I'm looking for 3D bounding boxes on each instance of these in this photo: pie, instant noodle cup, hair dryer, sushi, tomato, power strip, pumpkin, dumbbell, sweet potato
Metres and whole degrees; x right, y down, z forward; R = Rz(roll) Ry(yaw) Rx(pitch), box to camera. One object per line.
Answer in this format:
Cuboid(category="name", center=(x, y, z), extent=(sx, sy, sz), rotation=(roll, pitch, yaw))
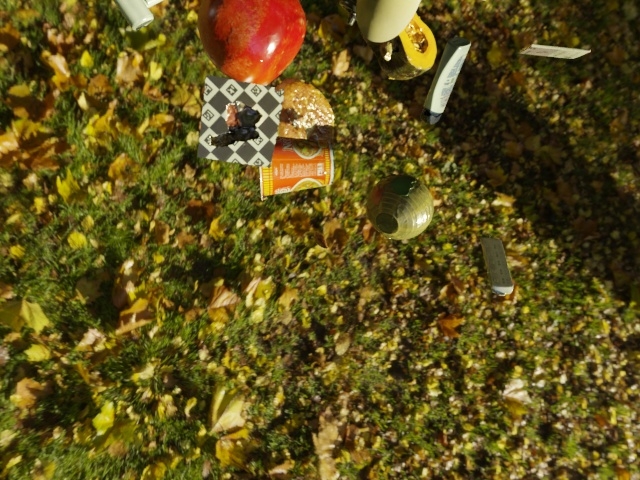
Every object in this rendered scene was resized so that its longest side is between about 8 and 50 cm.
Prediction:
Cuboid(category="pie", center=(-0.071, -0.406, 1.576), extent=(0.316, 0.092, 0.314), rotation=(-11, 109, -36))
Cuboid(category="instant noodle cup", center=(-0.073, -0.215, 1.285), extent=(0.213, 0.193, 0.192), rotation=(-4, 75, -9))
Cuboid(category="hair dryer", center=(-0.247, -0.373, 0.670), extent=(0.124, 0.038, 0.063), rotation=(-41, 114, -21))
Cuboid(category="sushi", center=(-0.126, -0.185, 0.700), extent=(0.121, 0.026, 0.125), rotation=(6, 105, -20))
Cuboid(category="tomato", center=(-0.201, -0.631, 1.324), extent=(0.293, 0.290, 0.325), rotation=(51, 41, -8))
Cuboid(category="power strip", center=(0.535, 0.062, 1.369), extent=(0.060, 0.027, 0.252), rotation=(5, 45, 3))
Cuboid(category="pumpkin", center=(0.255, -0.701, 1.536), extent=(0.221, 0.139, 0.317), rotation=(-50, 121, -21))
Cuboid(category="dumbbell", center=(0.185, -0.963, 1.710), extent=(0.192, 0.192, 0.289), rotation=(29, 109, -10))
Cuboid(category="sweet potato", center=(0.000, 0.000, 1.527), extent=(0.034, 0.034, 0.095), rotation=(-12, 38, -23))

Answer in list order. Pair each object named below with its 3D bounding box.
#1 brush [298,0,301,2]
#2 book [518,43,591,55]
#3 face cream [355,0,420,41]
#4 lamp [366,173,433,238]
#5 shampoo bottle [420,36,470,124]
Cuboid(category="brush", center=(-0.148, -0.881, 1.541), extent=(0.191, 0.034, 0.027), rotation=(31, 73, -14))
Cuboid(category="book", center=(0.749, -0.609, 1.441), extent=(0.182, 0.127, 0.014), rotation=(8, 105, 5))
Cuboid(category="face cream", center=(0.147, -0.449, 0.578), extent=(0.082, 0.173, 0.348), rotation=(23, 95, -5))
Cuboid(category="lamp", center=(0.307, -0.139, 1.663), extent=(0.250, 0.250, 0.284), rotation=(46, 53, -2))
Cuboid(category="shampoo bottle", center=(0.510, -0.656, 1.878), extent=(0.078, 0.359, 0.134), rotation=(40, 52, 22))
